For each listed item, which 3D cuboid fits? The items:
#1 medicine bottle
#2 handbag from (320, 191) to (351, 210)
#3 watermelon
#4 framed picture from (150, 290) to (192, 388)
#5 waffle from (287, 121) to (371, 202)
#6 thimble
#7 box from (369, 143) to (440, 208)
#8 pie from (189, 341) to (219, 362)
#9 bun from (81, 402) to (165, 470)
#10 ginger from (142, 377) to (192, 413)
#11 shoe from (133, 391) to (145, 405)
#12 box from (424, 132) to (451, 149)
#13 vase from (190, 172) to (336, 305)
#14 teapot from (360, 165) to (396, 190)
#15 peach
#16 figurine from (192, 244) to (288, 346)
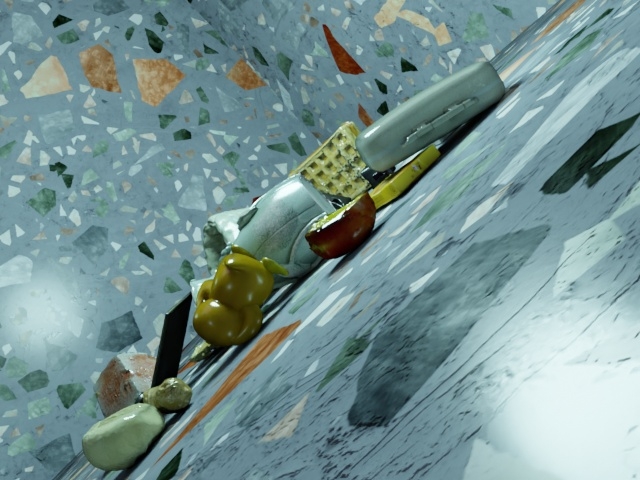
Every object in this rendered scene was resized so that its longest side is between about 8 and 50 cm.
[{"bbox_3d":[0.263,-0.307,1.652,0.375,0.123,0.282,-33,6,3],"label":"medicine bottle"},{"bbox_3d":[-0.050,-0.090,2.052,0.285,0.257,0.113,-53,-21,-62],"label":"handbag"},{"bbox_3d":[-0.579,0.447,2.023,0.213,0.201,0.262,-51,6,15],"label":"watermelon"},{"bbox_3d":[-0.394,0.308,1.732,0.244,0.013,0.324,-63,-13,-80],"label":"framed picture"},{"bbox_3d":[0.062,-0.258,2.551,0.376,0.261,0.114,-40,0,39],"label":"waffle"},{"bbox_3d":[-0.239,0.047,2.108,0.195,0.291,0.291,-13,-13,-29],"label":"thimble"},{"bbox_3d":[0.185,-0.141,1.648,0.152,0.043,0.269,-44,4,-19],"label":"box"},{"bbox_3d":[-0.290,0.272,1.994,0.274,0.055,0.274,-44,4,3],"label":"pie"},{"bbox_3d":[-0.401,0.409,1.369,0.164,0.111,0.188,-27,0,-3],"label":"bun"},{"bbox_3d":[-0.336,0.346,1.460,0.190,0.095,0.069,-39,26,58],"label":"ginger"},{"bbox_3d":[-0.462,0.456,1.811,0.179,0.049,0.071,90,-157,-70],"label":"shoe"},{"bbox_3d":[0.356,-0.343,1.913,0.155,0.067,0.243,-45,4,1],"label":"box"},{"bbox_3d":[-0.149,0.042,1.782,0.445,0.250,0.250,-43,4,9],"label":"vase"},{"bbox_3d":[0.199,-0.225,2.125,0.096,0.087,0.177,-37,6,22],"label":"teapot"},{"bbox_3d":[0.052,-0.023,1.420,0.172,0.092,0.127,-32,9,-2],"label":"peach"},{"bbox_3d":[-0.205,0.134,1.588,0.215,0.215,0.228,-68,-6,-81],"label":"figurine"}]
